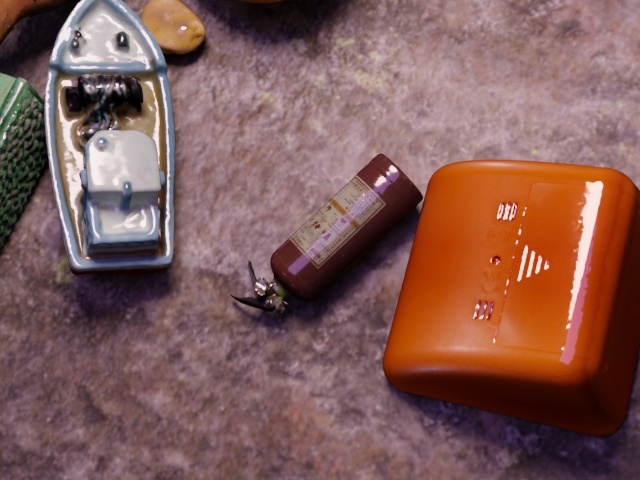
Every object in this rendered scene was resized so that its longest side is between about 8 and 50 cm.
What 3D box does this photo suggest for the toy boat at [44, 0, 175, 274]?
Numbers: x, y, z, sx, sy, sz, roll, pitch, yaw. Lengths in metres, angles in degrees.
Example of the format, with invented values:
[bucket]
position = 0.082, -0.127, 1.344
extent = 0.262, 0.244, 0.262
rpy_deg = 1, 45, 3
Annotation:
[toy boat]
position = -0.234, -0.129, 1.413
extent = 0.145, 0.133, 0.331
rpy_deg = -2, 70, -17

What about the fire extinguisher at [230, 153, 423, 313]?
[fire extinguisher]
position = 0.000, 0.000, 1.380
extent = 0.231, 0.071, 0.099
rpy_deg = -42, 44, 2

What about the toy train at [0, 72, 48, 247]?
[toy train]
position = -0.444, -0.094, 1.459
extent = 0.202, 0.145, 0.266
rpy_deg = 21, 77, 15

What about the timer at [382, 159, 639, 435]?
[timer]
position = 0.199, 0.045, 1.307
extent = 0.250, 0.161, 0.257
rpy_deg = 7, 73, 29

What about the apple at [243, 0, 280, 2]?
[apple]
position = -0.071, -0.412, 1.426
extent = 0.233, 0.286, 0.286
rpy_deg = -41, 69, -13

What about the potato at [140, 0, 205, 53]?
[potato]
position = -0.177, -0.254, 1.505
extent = 0.083, 0.062, 0.068
rpy_deg = 31, 109, 42

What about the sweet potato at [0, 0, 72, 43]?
[sweet potato]
position = -0.325, -0.305, 1.465
extent = 0.109, 0.109, 0.385
rpy_deg = 31, 51, 19
